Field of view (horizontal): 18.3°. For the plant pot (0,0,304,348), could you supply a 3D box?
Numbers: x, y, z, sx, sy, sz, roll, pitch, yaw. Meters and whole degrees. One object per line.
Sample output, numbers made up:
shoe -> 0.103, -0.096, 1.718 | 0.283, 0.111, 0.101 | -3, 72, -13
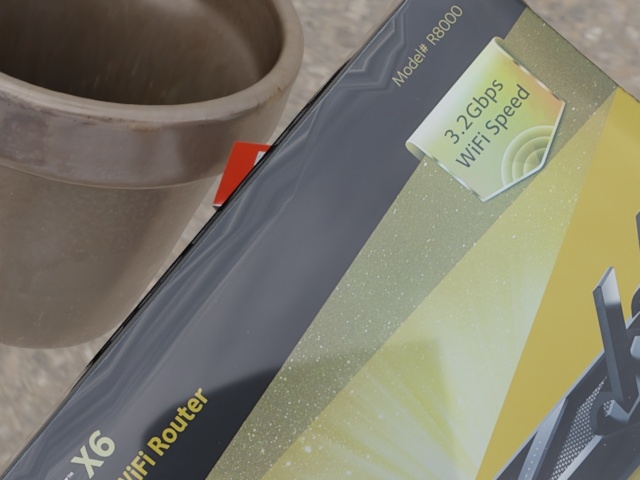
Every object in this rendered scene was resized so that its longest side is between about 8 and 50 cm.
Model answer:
plant pot -> -0.163, -0.061, 1.220 | 0.263, 0.263, 0.229 | 5, 126, -21

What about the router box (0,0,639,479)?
router box -> 0.038, 0.085, 0.743 | 0.243, 0.081, 0.309 | 40, 87, -5

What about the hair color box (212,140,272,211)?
hair color box -> 0.000, 0.000, 1.109 | 0.141, 0.072, 0.043 | 55, 48, -56
